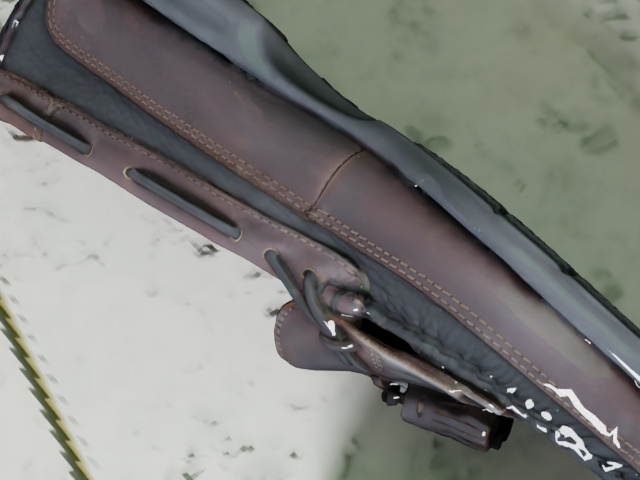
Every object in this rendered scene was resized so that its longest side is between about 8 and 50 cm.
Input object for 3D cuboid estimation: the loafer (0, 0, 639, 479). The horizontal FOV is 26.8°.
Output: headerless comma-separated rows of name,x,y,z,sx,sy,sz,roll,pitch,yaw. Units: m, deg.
loafer,0.000,0.000,0.467,0.302,0.109,0.095,41,92,20
